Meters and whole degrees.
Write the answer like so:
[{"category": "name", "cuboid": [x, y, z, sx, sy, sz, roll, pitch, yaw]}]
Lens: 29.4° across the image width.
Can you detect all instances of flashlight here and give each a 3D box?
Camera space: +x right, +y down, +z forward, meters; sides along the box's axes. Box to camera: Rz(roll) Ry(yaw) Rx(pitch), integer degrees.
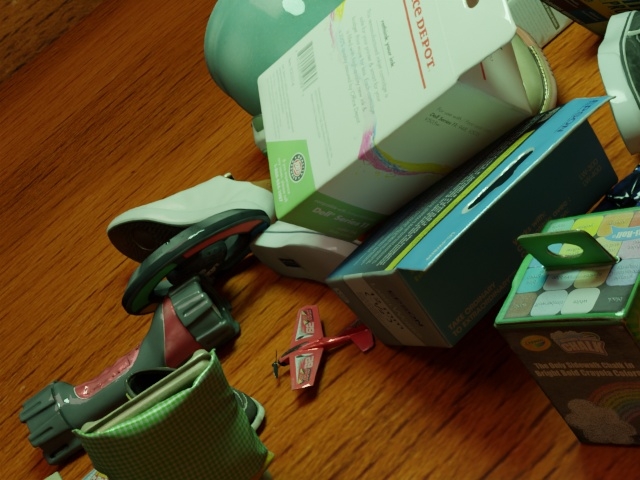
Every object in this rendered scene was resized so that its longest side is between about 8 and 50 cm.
[{"category": "flashlight", "cuboid": [-0.254, 0.162, 1.594, 0.304, 0.103, 0.103, -33, 22, 7]}]

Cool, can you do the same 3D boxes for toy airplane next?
[{"category": "toy airplane", "cuboid": [0.007, 0.119, 1.431, 0.151, 0.028, 0.151, -28, 30, 18]}]

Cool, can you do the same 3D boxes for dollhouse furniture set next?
[{"category": "dollhouse furniture set", "cuboid": [-0.168, 0.282, 1.188, 0.302, 0.197, 0.151, -33, 42, -12]}]

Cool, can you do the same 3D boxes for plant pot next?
[{"category": "plant pot", "cuboid": [0.001, -0.270, 1.810, 0.293, 0.293, 0.196, -37, 53, 0]}]

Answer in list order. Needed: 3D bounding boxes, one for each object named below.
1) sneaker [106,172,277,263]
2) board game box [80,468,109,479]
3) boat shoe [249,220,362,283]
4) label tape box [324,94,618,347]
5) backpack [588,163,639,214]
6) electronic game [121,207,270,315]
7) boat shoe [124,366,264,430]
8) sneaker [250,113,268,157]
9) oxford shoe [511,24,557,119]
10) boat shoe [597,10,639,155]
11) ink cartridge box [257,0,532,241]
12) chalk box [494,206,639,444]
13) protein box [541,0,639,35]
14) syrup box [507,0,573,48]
[{"category": "sneaker", "cuboid": [-0.181, -0.033, 1.822, 0.290, 0.106, 0.123, -6, 37, 29]}, {"category": "board game box", "cuboid": [-0.245, 0.325, 1.376, 0.194, 0.060, 0.194, -49, 29, -19]}, {"category": "boat shoe", "cuboid": [0.000, 0.000, 1.551, 0.084, 0.095, 0.258, -52, 31, -17]}, {"category": "label tape box", "cuboid": [0.164, -0.010, 1.237, 0.249, 0.115, 0.348, -43, 8, -13]}, {"category": "backpack", "cuboid": [0.306, 0.001, 1.183, 0.120, 0.098, 0.101, -38, 31, -3]}, {"category": "electronic game", "cuboid": [-0.165, 0.030, 1.636, 0.229, 0.048, 0.229, -32, -12, -8]}, {"category": "boat shoe", "cuboid": [-0.158, 0.196, 1.462, 0.228, 0.068, 0.081, -1, 44, 49]}, {"category": "sneaker", "cuboid": [0.071, -0.101, 1.572, 0.158, 0.182, 0.410, -11, 4, -35]}, {"category": "oxford shoe", "cuboid": [0.159, -0.257, 1.610, 0.397, 0.147, 0.140, 50, 121, 45]}, {"category": "boat shoe", "cuboid": [0.384, -0.194, 1.383, 0.105, 0.113, 0.306, -17, 18, 24]}, {"category": "ink cartridge box", "cuboid": [0.093, -0.174, 1.303, 0.353, 0.119, 0.207, -36, 51, 38]}, {"category": "chalk box", "cuboid": [0.247, 0.058, 1.036, 0.132, 0.213, 0.132, -6, 40, 45]}, {"category": "protein box", "cuboid": [0.407, -0.387, 1.539, 0.201, 0.136, 0.199, -3, 74, 48]}, {"category": "syrup box", "cuboid": [0.322, -0.358, 1.722, 0.237, 0.096, 0.093, -40, 29, -7]}]
